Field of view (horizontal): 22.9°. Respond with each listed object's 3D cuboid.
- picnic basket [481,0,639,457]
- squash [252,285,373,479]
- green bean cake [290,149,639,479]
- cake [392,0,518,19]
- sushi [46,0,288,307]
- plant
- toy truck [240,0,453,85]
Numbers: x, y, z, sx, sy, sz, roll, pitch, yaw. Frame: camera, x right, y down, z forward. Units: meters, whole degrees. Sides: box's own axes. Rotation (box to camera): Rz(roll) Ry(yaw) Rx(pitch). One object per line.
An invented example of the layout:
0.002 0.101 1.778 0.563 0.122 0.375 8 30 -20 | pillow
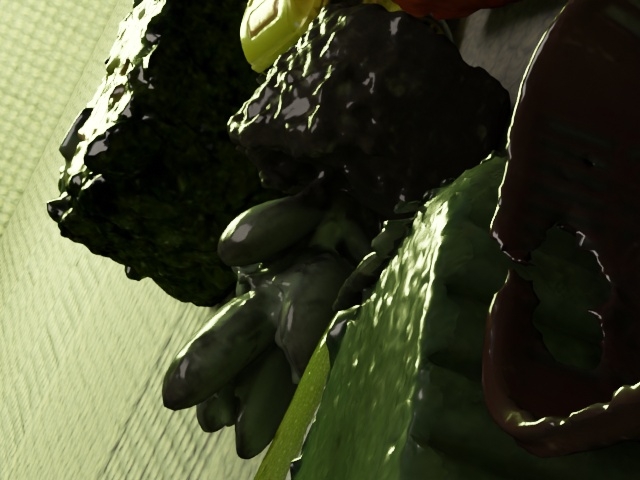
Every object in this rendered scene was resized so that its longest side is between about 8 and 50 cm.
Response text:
0.185 -0.037 0.493 0.297 0.129 0.222 -43 29 51 | picnic basket
0.027 0.097 0.841 0.188 0.095 0.095 -64 17 -15 | squash
0.054 0.100 0.669 0.227 0.125 0.222 125 161 -50 | green bean cake
0.088 -0.328 0.950 0.269 0.270 0.319 -11 57 69 | cake
-0.108 -0.122 1.384 0.294 0.178 0.351 -42 27 55 | sushi
-0.001 -0.002 0.950 0.274 0.146 0.149 -66 20 -3 | plant
0.031 -0.227 1.154 0.124 0.157 0.272 -30 38 61 | toy truck
